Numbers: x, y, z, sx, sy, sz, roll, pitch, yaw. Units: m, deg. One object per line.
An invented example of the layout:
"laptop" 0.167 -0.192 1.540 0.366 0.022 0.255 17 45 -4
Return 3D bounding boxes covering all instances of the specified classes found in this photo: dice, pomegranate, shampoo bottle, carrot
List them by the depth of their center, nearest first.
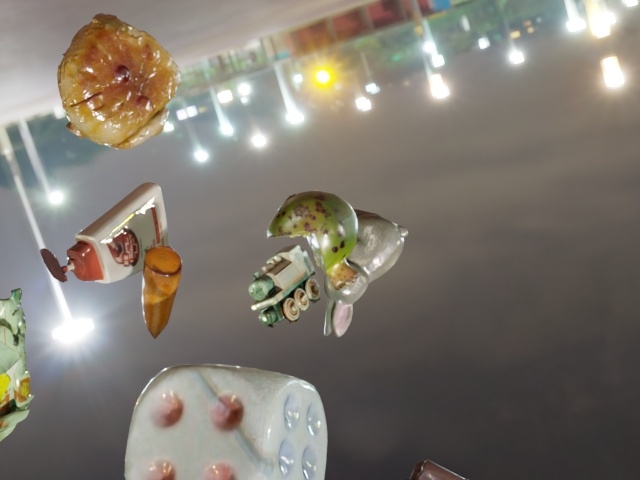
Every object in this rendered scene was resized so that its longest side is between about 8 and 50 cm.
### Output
"pomegranate" 0.006 -0.012 1.757 0.122 0.169 0.143 -53 172 -11
"dice" -0.152 0.358 1.866 0.262 0.268 0.264 -2 162 23
"carrot" -0.290 0.105 1.987 0.072 0.205 0.072 7 -138 -6
"shampoo bottle" -0.391 0.008 2.017 0.071 0.153 0.284 9 -154 30

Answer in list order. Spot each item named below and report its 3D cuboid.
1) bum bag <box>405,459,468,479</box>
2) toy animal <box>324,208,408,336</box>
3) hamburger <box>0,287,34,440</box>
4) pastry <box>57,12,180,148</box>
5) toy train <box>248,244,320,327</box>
"bum bag" 0.091 0.263 0.865 0.159 0.109 0.026 -66 -163 -7
"toy animal" 0.063 0.062 2.125 0.127 0.125 0.251 -26 -147 61
"hamburger" -0.458 0.156 1.383 0.125 0.214 0.235 -6 -122 53
"pastry" -0.343 -0.271 1.872 0.218 0.229 0.100 -26 -170 -36
"toy train" -0.074 0.092 2.152 0.081 0.125 0.194 -21 -171 31
